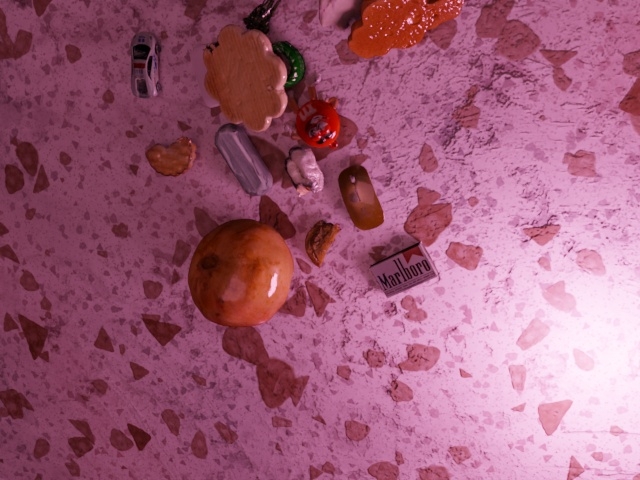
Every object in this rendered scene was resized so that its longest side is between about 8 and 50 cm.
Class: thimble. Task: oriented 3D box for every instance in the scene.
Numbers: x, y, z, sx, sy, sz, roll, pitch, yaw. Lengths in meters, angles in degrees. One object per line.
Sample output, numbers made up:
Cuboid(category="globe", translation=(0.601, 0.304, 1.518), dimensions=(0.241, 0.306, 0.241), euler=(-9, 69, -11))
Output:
Cuboid(category="thimble", translation=(-0.109, -0.507, 1.872), dimensions=(0.118, 0.090, 0.129), euler=(-3, 105, 21))

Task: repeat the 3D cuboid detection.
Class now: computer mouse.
Cuboid(category="computer mouse", translation=(0.122, -0.125, 1.934), dimensions=(0.102, 0.045, 0.198), euler=(-17, 100, 19))

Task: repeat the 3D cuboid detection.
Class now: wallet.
Cuboid(category="wallet", translation=(-0.333, -0.503, 1.979), dimensions=(0.095, 0.033, 0.189), euler=(-15, 102, 20))

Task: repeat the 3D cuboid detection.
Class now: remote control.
Cuboid(category="remote control", translation=(-0.240, -0.247, 2.014), dimensions=(0.104, 0.052, 0.247), euler=(-30, 98, 25))

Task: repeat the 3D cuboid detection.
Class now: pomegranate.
Cuboid(category="pomegranate", translation=(-0.231, 0.108, 1.991), dimensions=(0.339, 0.338, 0.337), euler=(5, 107, 17))

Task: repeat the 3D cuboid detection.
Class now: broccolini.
Cuboid(category="broccolini", translation=(-0.140, -0.680, 1.865), dimensions=(0.074, 0.058, 0.201), euler=(32, 98, -37))

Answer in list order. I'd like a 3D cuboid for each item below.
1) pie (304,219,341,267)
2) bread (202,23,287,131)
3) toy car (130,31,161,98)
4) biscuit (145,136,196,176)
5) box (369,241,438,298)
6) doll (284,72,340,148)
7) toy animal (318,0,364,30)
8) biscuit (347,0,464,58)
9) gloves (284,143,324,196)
Cuboid(category="pie", translation=(0.000, 0.000, 2.018), dimensions=(0.092, 0.034, 0.169), euler=(34, 119, 4))
Cuboid(category="bread", translation=(-0.212, -0.465, 1.863), dimensions=(0.316, 0.054, 0.315), euler=(18, 124, 29))
Cuboid(category="toy car", translation=(-0.548, -0.543, 2.025), dimensions=(0.096, 0.056, 0.204), euler=(9, 109, 17))
Cuboid(category="biscuit", translation=(-0.468, -0.263, 2.079), dimensions=(0.183, 0.061, 0.118), euler=(-10, 104, 23))
Cuboid(category="box", translation=(0.250, 0.090, 1.960), dimensions=(0.178, 0.036, 0.115), euler=(-27, 96, 23))
Cuboid(category="doll", translation=(-0.025, -0.356, 1.895), dimensions=(0.183, 0.085, 0.217), euler=(-26, 88, 23))
Cuboid(category="toy animal", translation=(0.122, -0.701, 1.714), dimensions=(0.308, 0.266, 0.188), euler=(-26, 80, 65))
Cuboid(category="biscuit", translation=(0.208, -0.588, 1.698), dimensions=(0.334, 0.202, 0.047), euler=(-28, 51, 41))
Cuboid(category="gloves", translation=(-0.051, -0.212, 1.947), dimensions=(0.114, 0.070, 0.153), euler=(-5, 113, 47))
